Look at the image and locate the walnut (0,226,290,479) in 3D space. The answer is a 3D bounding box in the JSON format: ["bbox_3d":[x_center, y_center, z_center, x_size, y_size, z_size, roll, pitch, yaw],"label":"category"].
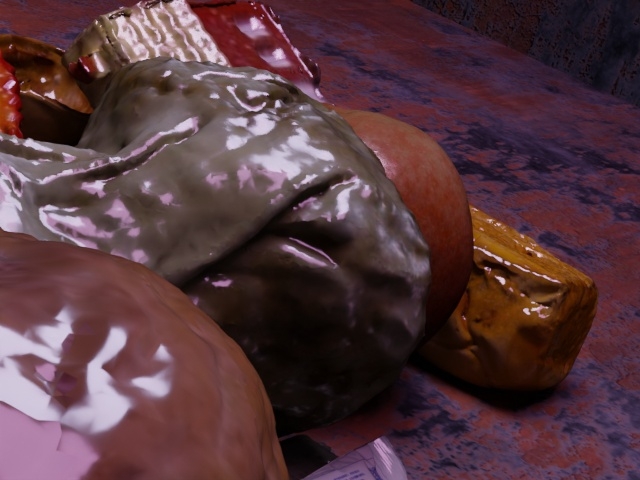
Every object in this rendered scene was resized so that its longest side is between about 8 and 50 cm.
[{"bbox_3d":[-0.159,0.136,0.722,0.306,0.306,0.344,19,26,-3],"label":"walnut"}]

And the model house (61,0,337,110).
[{"bbox_3d":[-0.127,-0.126,1.550,0.254,0.160,0.196,-9,62,-53],"label":"model house"}]

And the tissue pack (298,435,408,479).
[{"bbox_3d":[0.018,0.201,1.034,0.193,0.026,0.122,-10,61,-53],"label":"tissue pack"}]

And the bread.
[{"bbox_3d":[0.110,0.030,1.492,0.294,0.132,0.167,27,20,23],"label":"bread"}]

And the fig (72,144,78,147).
[{"bbox_3d":[-0.190,-0.010,1.337,0.136,0.121,0.153,6,46,-47],"label":"fig"}]

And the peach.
[{"bbox_3d":[0.000,0.000,1.317,0.252,0.252,0.252,18,19,-7],"label":"peach"}]

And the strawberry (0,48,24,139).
[{"bbox_3d":[-0.341,-0.079,1.383,0.190,0.111,0.236,-25,53,-24],"label":"strawberry"}]

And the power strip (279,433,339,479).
[{"bbox_3d":[-0.039,0.183,1.079,0.092,0.034,0.268,30,22,28],"label":"power strip"}]

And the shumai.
[{"bbox_3d":[-0.111,0.001,1.076,0.330,0.292,0.288,22,-2,29],"label":"shumai"}]

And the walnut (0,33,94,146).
[{"bbox_3d":[-0.296,-0.140,1.612,0.167,0.087,0.211,31,16,9],"label":"walnut"}]
